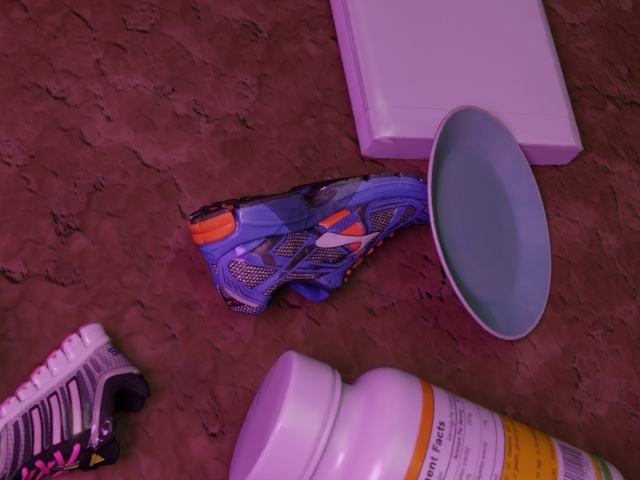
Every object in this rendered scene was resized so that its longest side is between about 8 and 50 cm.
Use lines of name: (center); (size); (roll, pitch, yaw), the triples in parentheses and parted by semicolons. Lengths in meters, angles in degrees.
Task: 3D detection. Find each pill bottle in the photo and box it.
pill bottle: (0.070, 0.168, 0.874); (0.245, 0.136, 0.136); (25, 57, -11)

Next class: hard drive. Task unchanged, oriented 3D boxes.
hard drive: (0.104, -0.212, 1.150); (0.203, 0.040, 0.308); (1, 65, -24)

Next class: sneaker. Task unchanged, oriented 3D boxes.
sneaker: (-0.168, 0.128, 0.830); (0.074, 0.063, 0.170); (35, 50, 3)
sneaker: (0.000, 0.000, 0.976); (0.221, 0.083, 0.087); (-13, 97, -35)

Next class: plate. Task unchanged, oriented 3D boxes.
plate: (0.128, -0.013, 1.028); (0.188, 0.024, 0.188); (22, 62, -48)
